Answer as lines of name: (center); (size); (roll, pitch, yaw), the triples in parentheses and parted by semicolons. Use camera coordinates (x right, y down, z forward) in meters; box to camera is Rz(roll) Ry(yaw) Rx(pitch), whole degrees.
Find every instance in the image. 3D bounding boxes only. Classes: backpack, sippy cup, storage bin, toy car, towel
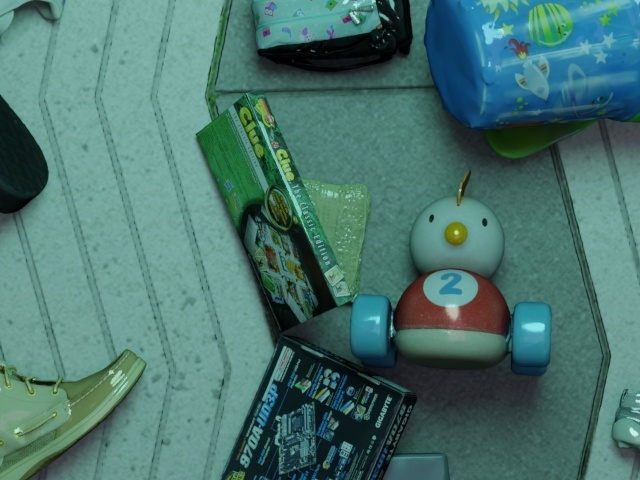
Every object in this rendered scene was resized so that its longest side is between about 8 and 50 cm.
backpack: (0.011, -0.260, 1.547); (0.182, 0.152, 0.115); (-4, 87, 9)
sippy cup: (0.243, -0.225, 1.474); (0.224, 0.240, 0.306); (-15, 108, -15)
storage bin: (0.098, 0.300, 1.595); (0.135, 0.098, 0.091); (-1, 82, -3)
toy car: (0.155, 0.028, 1.540); (0.219, 0.210, 0.238); (2, 80, 8)
towel: (0.000, 0.000, 1.605); (0.110, 0.027, 0.148); (7, 93, -3)

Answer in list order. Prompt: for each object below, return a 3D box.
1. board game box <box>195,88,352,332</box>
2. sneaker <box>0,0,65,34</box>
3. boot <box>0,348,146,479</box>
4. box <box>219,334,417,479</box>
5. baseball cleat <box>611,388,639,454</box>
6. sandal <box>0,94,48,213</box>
board game box: (-0.056, -0.031, 1.535); (0.030, 0.136, 0.260); (-21, 86, -33)
sneaker: (-0.408, -0.300, 1.477); (0.305, 0.114, 0.152); (-6, 103, -36)
boot: (-0.357, 0.162, 1.561); (0.262, 0.095, 0.203); (-38, 93, 3)
box: (-0.009, 0.244, 1.565); (0.175, 0.051, 0.220); (23, 91, 25)
baseball cleat: (0.460, 0.231, 1.619); (0.205, 0.072, 0.110); (17, 85, -7)
sandal: (-0.487, -0.207, 1.511); (0.107, 0.167, 0.446); (-33, 95, 23)
